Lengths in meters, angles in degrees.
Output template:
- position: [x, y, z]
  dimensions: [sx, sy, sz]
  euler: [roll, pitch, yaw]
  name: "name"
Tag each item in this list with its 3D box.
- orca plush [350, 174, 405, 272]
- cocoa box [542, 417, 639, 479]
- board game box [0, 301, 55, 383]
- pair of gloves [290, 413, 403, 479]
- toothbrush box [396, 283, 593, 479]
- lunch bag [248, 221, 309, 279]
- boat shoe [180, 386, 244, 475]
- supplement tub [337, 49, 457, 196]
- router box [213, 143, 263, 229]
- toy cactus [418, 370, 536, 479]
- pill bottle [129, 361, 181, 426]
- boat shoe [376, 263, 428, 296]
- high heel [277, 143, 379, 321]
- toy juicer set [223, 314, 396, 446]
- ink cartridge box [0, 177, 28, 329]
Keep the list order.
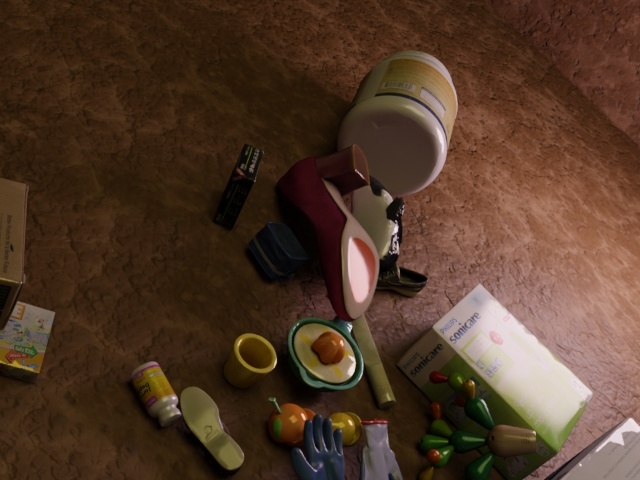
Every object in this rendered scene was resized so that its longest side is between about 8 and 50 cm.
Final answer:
- position: [0.102, -0.029, 1.573]
  dimensions: [0.102, 0.151, 0.287]
  euler: [43, 7, -37]
  name: "orca plush"
- position: [0.381, 0.456, 1.167]
  dimensions: [0.347, 0.228, 0.231]
  euler: [-17, 62, -47]
  name: "cocoa box"
- position: [-0.429, 0.115, 1.046]
  dimensions: [0.154, 0.026, 0.103]
  euler: [20, 40, -21]
  name: "board game box"
- position: [0.041, 0.328, 1.156]
  dimensions: [0.198, 0.023, 0.159]
  euler: [11, 63, -36]
  name: "pair of gloves"
- position: [0.307, 0.243, 1.427]
  dimensions: [0.283, 0.122, 0.206]
  euler: [45, 38, 13]
  name: "toothbrush box"
- position: [-0.073, 0.024, 1.401]
  dimensions: [0.067, 0.065, 0.098]
  euler: [8, 42, -54]
  name: "lunch bag"
- position: [-0.151, 0.260, 1.107]
  dimensions: [0.049, 0.042, 0.133]
  euler: [-27, 68, -28]
  name: "boat shoe"
- position: [0.175, -0.263, 1.771]
  dimensions: [0.228, 0.228, 0.316]
  euler: [32, 37, -7]
  name: "supplement tub"
- position: [-0.143, -0.094, 1.421]
  dimensions: [0.038, 0.122, 0.092]
  euler: [23, 38, -9]
  name: "router box"
- position: [0.244, 0.307, 1.278]
  dimensions: [0.181, 0.112, 0.219]
  euler: [-3, 54, 12]
  name: "toy cactus"
- position: [-0.220, 0.208, 1.101]
  dimensions: [0.043, 0.043, 0.083]
  euler: [-12, 58, -45]
  name: "pill bottle"
- position: [0.133, 0.064, 1.535]
  dimensions: [0.152, 0.049, 0.056]
  euler: [13, 44, -27]
  name: "boat shoe"
- position: [0.000, 0.000, 1.451]
  dimensions: [0.127, 0.181, 0.377]
  euler: [47, 33, -38]
  name: "high heel"
- position: [0.026, 0.207, 1.263]
  dimensions: [0.329, 0.089, 0.209]
  euler: [-12, 58, -46]
  name: "toy juicer set"
- position: [-0.484, -0.005, 1.044]
  dimensions: [0.193, 0.088, 0.234]
  euler: [16, 28, -27]
  name: "ink cartridge box"
